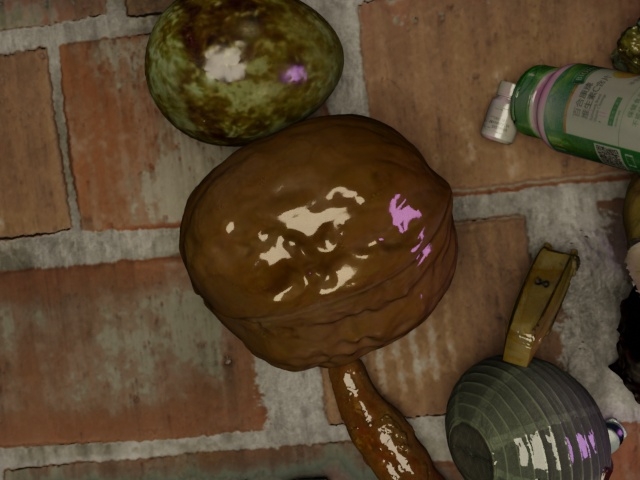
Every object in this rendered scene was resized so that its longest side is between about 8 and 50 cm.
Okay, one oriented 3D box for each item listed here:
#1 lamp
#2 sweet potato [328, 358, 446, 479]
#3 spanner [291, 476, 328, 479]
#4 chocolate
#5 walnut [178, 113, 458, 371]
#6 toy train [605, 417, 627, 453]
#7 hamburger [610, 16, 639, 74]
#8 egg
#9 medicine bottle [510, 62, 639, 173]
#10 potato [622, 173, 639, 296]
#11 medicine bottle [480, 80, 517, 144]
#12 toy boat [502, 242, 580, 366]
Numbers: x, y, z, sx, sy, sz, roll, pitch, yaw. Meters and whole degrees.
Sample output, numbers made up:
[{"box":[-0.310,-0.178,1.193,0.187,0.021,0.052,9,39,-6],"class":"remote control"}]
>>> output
[{"box":[0.307,0.287,1.622,0.233,0.265,0.233,-15,121,-26],"class":"lamp"},{"box":[0.113,0.326,1.714,0.106,0.095,0.354,-41,94,-33],"class":"sweet potato"},{"box":[-0.135,0.442,1.781,0.325,0.040,0.096,-23,93,9],"class":"spanner"},{"box":[0.526,0.178,1.657,0.224,0.206,0.177,38,142,16],"class":"chocolate"},{"box":[0.000,0.000,1.592,0.398,0.308,0.354,-19,133,7],"class":"walnut"},{"box":[0.382,0.349,1.715,0.207,0.047,0.043,-41,89,9],"class":"toy train"},{"box":[0.552,-0.298,1.576,0.288,0.167,0.192,-45,90,9],"class":"hamburger"},{"box":[-0.109,-0.257,1.617,0.289,0.238,0.238,-9,94,-3],"class":"egg"},{"box":[0.396,-0.173,1.557,0.133,0.274,0.133,-13,112,-34],"class":"medicine bottle"},{"box":[0.531,-0.038,1.572,0.229,0.229,0.266,13,52,5],"class":"potato"},{"box":[0.277,-0.191,1.673,0.052,0.052,0.089,19,97,4],"class":"medicine bottle"},{"box":[0.322,0.094,1.640,0.068,0.088,0.226,17,53,19],"class":"toy boat"}]
